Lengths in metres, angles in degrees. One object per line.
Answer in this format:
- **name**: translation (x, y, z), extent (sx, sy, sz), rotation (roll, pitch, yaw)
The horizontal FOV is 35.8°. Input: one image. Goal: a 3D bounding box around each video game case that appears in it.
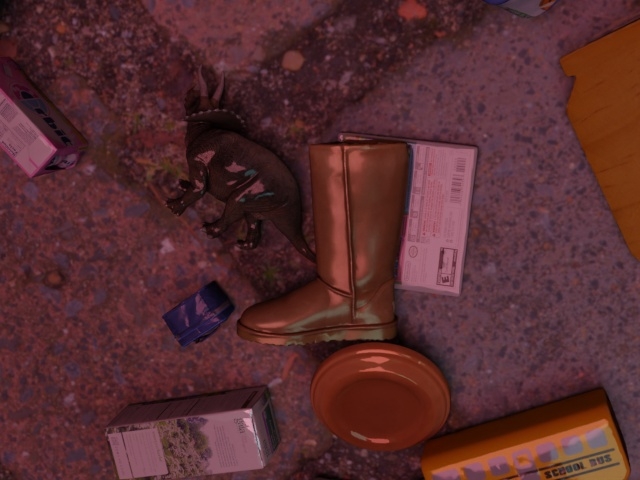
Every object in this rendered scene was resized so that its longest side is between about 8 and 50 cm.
- **video game case**: translation (0.111, -0.037, 1.381), extent (0.193, 0.023, 0.212), rotation (7, 103, 11)

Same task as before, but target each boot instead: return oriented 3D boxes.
- **boot**: translation (0.000, 0.000, 1.347), extent (0.236, 0.089, 0.269), rotation (-3, 103, -9)

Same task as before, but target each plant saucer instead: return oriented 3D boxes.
- **plant saucer**: translation (0.083, 0.228, 1.391), extent (0.200, 0.037, 0.199), rotation (4, 125, 5)

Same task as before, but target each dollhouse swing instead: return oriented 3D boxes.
- **dollhouse swing**: translation (0.553, -0.162, 1.242), extent (0.315, 0.305, 0.346), rotation (-20, 98, 57)

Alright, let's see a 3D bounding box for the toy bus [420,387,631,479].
- **toy bus**: translation (0.255, 0.322, 1.374), extent (0.333, 0.108, 0.130), rotation (-20, 96, 15)

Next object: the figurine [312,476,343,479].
- **figurine**: translation (0.029, 0.478, 1.419), extent (0.092, 0.215, 0.209), rotation (5, 105, -19)

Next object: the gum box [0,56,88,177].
- **gum box**: translation (-0.429, -0.176, 1.428), extent (0.062, 0.107, 0.188), rotation (-43, 89, 16)

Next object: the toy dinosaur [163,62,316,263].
- **toy dinosaur**: translation (-0.110, -0.080, 1.372), extent (0.313, 0.121, 0.160), rotation (44, 113, 4)

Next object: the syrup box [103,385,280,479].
- **syrup box**: translation (-0.188, 0.289, 1.471), extent (0.237, 0.096, 0.093), rotation (-10, 100, 14)

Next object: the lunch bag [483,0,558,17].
- **lunch bag**: translation (0.252, -0.429, 1.165), extent (0.303, 0.115, 0.243), rotation (-46, 58, 32)

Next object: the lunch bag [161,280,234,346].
- **lunch bag**: translation (-0.178, 0.113, 1.449), extent (0.098, 0.067, 0.065), rotation (-35, 91, 17)
